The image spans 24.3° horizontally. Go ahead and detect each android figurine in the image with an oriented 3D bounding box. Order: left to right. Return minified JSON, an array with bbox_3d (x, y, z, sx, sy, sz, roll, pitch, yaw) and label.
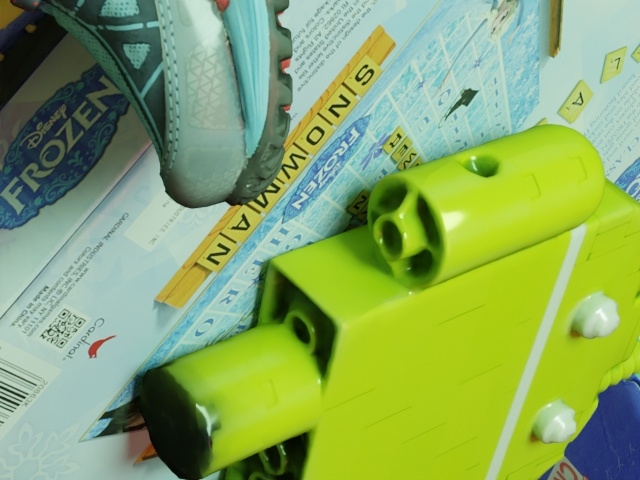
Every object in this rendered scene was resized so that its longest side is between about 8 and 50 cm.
[{"bbox_3d":[0.047,0.061,0.602,0.273,0.056,0.248,-17,135,-36],"label":"android figurine"}]

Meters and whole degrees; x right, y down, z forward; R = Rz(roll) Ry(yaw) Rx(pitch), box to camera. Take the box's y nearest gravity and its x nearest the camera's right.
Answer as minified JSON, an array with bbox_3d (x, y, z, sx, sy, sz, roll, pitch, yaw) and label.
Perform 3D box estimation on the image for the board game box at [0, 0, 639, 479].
[{"bbox_3d":[0.005,-0.003,0.600,0.318,0.066,0.318,-48,146,1],"label":"board game box"}]

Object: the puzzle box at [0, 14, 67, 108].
[{"bbox_3d":[0.000,0.000,0.707,0.409,0.052,0.272,22,105,-52],"label":"puzzle box"}]

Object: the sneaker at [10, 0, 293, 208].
[{"bbox_3d":[-0.101,-0.114,0.395,0.125,0.261,0.104,-28,-178,-7],"label":"sneaker"}]

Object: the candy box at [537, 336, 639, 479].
[{"bbox_3d":[0.260,0.094,0.945,0.317,0.122,0.268,-25,155,-29],"label":"candy box"}]

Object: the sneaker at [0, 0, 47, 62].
[{"bbox_3d":[-0.136,-0.084,0.488,0.240,0.091,0.126,-36,169,-28],"label":"sneaker"}]
